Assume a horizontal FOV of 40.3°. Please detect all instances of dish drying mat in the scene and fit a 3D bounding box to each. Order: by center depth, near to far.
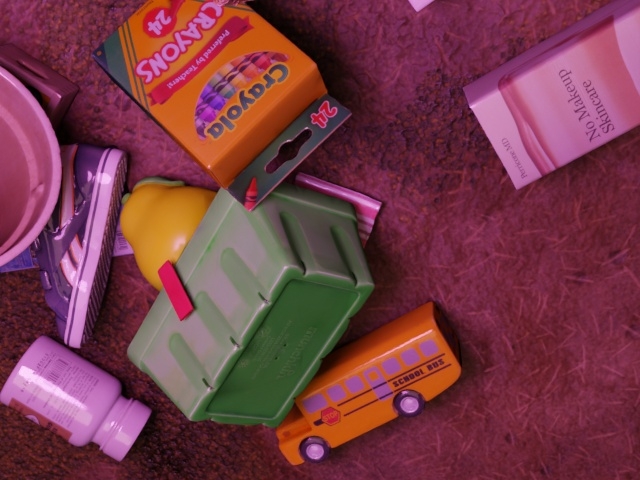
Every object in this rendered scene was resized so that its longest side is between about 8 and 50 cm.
[{"bbox_3d":[-0.204,0.070,1.225,0.032,0.008,0.083,-42,67,29],"label":"dish drying mat"}]

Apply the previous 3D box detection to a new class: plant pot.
[{"bbox_3d":[-0.567,-0.062,1.230,0.334,0.334,0.305,43,148,-9],"label":"plant pot"}]

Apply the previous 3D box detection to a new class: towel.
[{"bbox_3d":[0.000,0.000,1.394,0.144,0.029,0.197,21,110,1],"label":"towel"}]

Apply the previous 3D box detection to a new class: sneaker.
[{"bbox_3d":[-0.391,0.004,1.359,0.127,0.126,0.321,12,99,-3],"label":"sneaker"}]

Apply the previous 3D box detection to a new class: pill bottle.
[{"bbox_3d":[-0.409,0.272,1.474,0.229,0.131,0.131,33,109,-6],"label":"pill bottle"}]

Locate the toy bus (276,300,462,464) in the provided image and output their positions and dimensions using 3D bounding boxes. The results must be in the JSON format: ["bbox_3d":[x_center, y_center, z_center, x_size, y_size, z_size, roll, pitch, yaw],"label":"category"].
[{"bbox_3d":[0.070,0.238,1.425,0.332,0.108,0.130,-29,104,15],"label":"toy bus"}]

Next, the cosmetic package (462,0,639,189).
[{"bbox_3d":[0.367,-0.216,1.225,0.296,0.129,0.153,-30,105,15],"label":"cosmetic package"}]

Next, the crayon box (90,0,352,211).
[{"bbox_3d":[-0.137,-0.216,1.191,0.202,0.081,0.318,-45,69,-5],"label":"crayon box"}]

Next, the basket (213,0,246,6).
[{"bbox_3d":[-0.127,-0.450,1.103,0.223,0.299,0.213,35,108,-4],"label":"basket"}]

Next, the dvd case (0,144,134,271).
[{"bbox_3d":[-0.430,-0.049,1.421,0.253,0.022,0.180,-8,107,9],"label":"dvd case"}]

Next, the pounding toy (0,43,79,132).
[{"bbox_3d":[-0.509,-0.193,1.340,0.181,0.094,0.206,33,109,-6],"label":"pounding toy"}]

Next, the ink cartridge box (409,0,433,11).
[{"bbox_3d":[0.191,-0.484,1.148,0.307,0.129,0.223,-33,104,16],"label":"ink cartridge box"}]

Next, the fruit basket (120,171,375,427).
[{"bbox_3d":[-0.142,0.049,1.327,0.283,0.392,0.392,15,115,-39],"label":"fruit basket"}]
